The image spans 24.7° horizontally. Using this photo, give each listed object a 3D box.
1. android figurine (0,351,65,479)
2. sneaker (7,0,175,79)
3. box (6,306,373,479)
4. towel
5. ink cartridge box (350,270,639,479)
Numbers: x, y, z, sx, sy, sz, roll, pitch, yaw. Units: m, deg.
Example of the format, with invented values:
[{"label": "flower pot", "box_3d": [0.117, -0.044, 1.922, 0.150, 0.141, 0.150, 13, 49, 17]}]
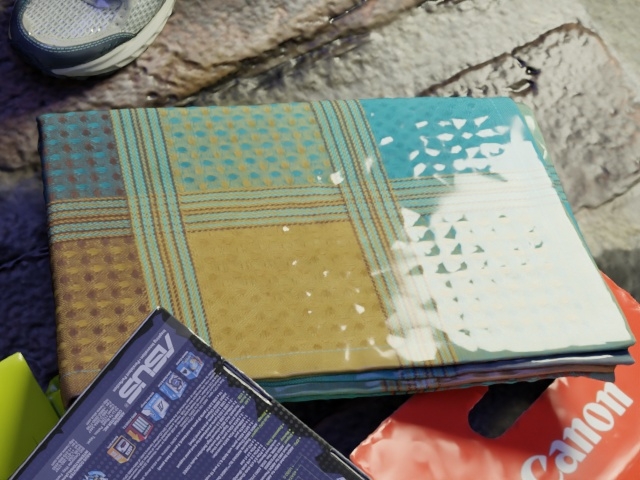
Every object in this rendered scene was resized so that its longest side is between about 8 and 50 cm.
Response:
[{"label": "android figurine", "box_3d": [-0.215, 0.182, 0.890, 0.248, 0.056, 0.273, -28, 88, -31]}, {"label": "sneaker", "box_3d": [-0.131, -0.241, 1.098, 0.110, 0.122, 0.283, 38, 66, 10]}, {"label": "box", "box_3d": [-0.096, 0.207, 0.820, 0.216, 0.060, 0.270, 39, 71, -2]}, {"label": "towel", "box_3d": [0.000, 0.000, 1.005, 0.370, 0.040, 0.271, -4, 47, -12]}, {"label": "ink cartridge box", "box_3d": [0.257, 0.164, 0.924, 0.385, 0.091, 0.308, 40, 44, 14]}]
